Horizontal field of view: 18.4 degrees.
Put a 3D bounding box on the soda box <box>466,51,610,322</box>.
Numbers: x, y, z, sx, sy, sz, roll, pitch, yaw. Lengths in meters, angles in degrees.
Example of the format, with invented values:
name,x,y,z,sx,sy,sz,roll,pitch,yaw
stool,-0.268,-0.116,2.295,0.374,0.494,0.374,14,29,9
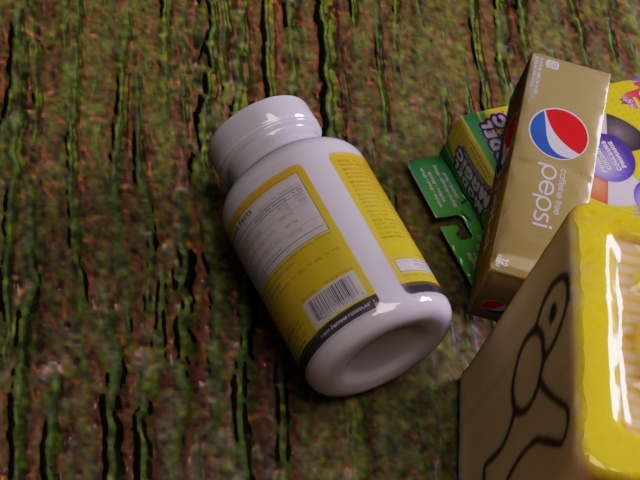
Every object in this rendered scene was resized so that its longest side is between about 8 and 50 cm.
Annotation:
name,x,y,z,sx,sy,sz,roll,pitch,yaw
soda box,0.145,-0.032,1.306,0.058,0.061,0.181,15,57,-3

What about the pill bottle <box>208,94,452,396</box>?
name,x,y,z,sx,sy,sz,roll,pitch,yaw
pill bottle,0.000,0.000,1.268,0.103,0.103,0.184,-15,62,-29

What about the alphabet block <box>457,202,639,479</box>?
name,x,y,z,sx,sy,sz,roll,pitch,yaw
alphabet block,0.203,0.122,1.192,0.193,0.197,0.192,12,53,-12

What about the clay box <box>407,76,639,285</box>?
name,x,y,z,sx,sy,sz,roll,pitch,yaw
clay box,0.184,-0.040,1.397,0.222,0.053,0.127,-14,62,-28
